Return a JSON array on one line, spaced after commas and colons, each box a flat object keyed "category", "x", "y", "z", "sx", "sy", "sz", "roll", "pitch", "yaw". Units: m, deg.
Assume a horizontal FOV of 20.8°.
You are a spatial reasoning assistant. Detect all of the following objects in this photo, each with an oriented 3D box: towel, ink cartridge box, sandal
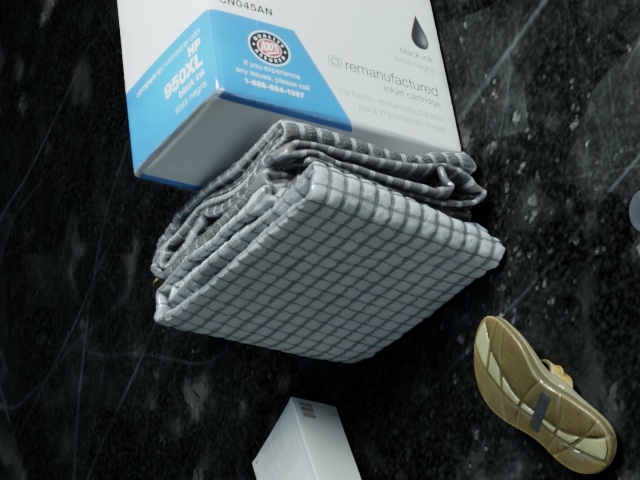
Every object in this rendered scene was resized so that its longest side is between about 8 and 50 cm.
[{"category": "towel", "x": 0.000, "y": 0.000, "z": 1.657, "sx": 0.283, "sy": 0.235, "sz": 0.121, "roll": -42, "pitch": 42, "yaw": 45}, {"category": "ink cartridge box", "x": -0.045, "y": -0.240, "z": 1.747, "sx": 0.166, "sy": 0.285, "sz": 0.395, "roll": -41, "pitch": 48, "yaw": 43}, {"category": "sandal", "x": 0.194, "y": 0.133, "z": 1.486, "sx": 0.180, "sy": 0.049, "sz": 0.072, "roll": 42, "pitch": 123, "yaw": 38}]

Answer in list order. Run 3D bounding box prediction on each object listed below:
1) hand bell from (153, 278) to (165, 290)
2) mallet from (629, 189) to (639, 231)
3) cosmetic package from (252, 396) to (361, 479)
[{"category": "hand bell", "x": -0.096, "y": -0.045, "z": 1.975, "sx": 0.126, "sy": 0.126, "sz": 0.242, "roll": -14, "pitch": 56, "yaw": 56}, {"category": "mallet", "x": 0.268, "y": 0.050, "z": 1.371, "sx": 0.039, "sy": 0.062, "sz": 0.190, "roll": 0, "pitch": 81, "yaw": 59}, {"category": "cosmetic package", "x": 0.001, "y": 0.272, "z": 1.715, "sx": 0.099, "sy": 0.060, "sz": 0.239, "roll": -58, "pitch": 31, "yaw": 27}]
